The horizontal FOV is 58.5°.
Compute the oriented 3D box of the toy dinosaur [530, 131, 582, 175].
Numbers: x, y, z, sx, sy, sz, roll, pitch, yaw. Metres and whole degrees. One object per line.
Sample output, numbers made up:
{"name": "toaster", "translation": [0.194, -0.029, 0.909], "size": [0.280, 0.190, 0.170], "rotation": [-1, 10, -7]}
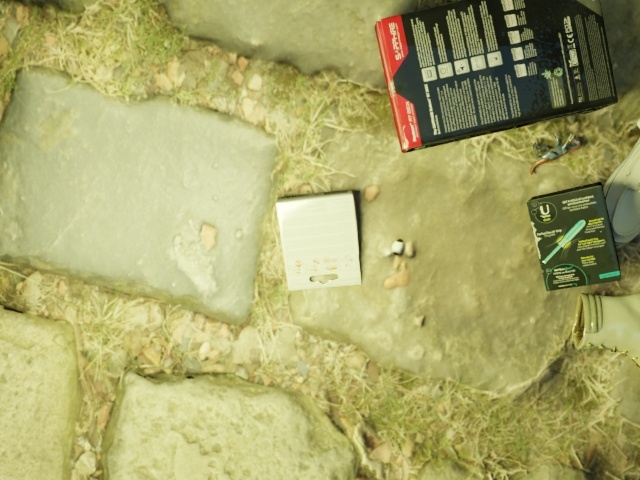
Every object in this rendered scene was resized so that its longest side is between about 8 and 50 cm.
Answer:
{"name": "toy dinosaur", "translation": [0.429, -0.164, 1.037], "size": [0.082, 0.047, 0.090], "rotation": [4, 127, -5]}

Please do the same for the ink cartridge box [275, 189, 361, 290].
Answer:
{"name": "ink cartridge box", "translation": [0.000, 0.000, 1.073], "size": [0.145, 0.045, 0.179], "rotation": [-6, 111, 3]}

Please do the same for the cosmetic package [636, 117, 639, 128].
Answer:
{"name": "cosmetic package", "translation": [0.775, -0.235, 0.807], "size": [0.327, 0.329, 0.393], "rotation": [45, 76, -1]}

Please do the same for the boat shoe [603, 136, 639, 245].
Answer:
{"name": "boat shoe", "translation": [0.579, -0.112, 0.994], "size": [0.096, 0.088, 0.267], "rotation": [32, 95, 1]}

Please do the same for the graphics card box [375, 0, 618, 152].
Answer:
{"name": "graphics card box", "translation": [0.300, -0.305, 0.998], "size": [0.371, 0.094, 0.233], "rotation": [-13, 92, 5]}

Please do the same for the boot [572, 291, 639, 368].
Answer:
{"name": "boot", "translation": [0.542, 0.197, 1.023], "size": [0.165, 0.077, 0.213], "rotation": [-1, 88, 3]}

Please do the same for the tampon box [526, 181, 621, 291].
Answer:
{"name": "tampon box", "translation": [0.438, -0.009, 0.987], "size": [0.120, 0.101, 0.161], "rotation": [-12, 93, 26]}
